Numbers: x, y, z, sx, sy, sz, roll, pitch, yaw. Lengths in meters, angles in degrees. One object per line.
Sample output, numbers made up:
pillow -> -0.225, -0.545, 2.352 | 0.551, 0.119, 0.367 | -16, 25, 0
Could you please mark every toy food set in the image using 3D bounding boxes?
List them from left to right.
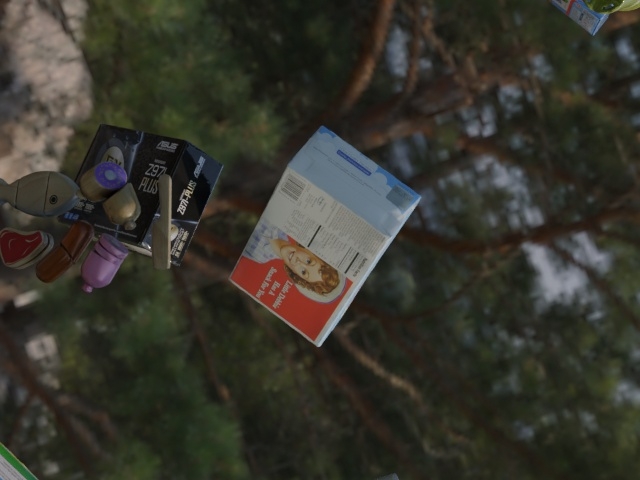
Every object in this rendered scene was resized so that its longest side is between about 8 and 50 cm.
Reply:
toy food set -> -0.144, -0.007, 0.833 | 0.019, 0.122, 0.078 | 22, 65, -63

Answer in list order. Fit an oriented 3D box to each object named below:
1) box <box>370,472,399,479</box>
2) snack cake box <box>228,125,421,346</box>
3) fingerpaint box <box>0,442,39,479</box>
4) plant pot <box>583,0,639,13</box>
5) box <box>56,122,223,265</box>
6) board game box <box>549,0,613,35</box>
box -> -0.042, 0.241, 0.825 | 0.148, 0.232, 0.127 | -107, 180, -84
snack cake box -> 0.000, 0.000, 1.783 | 0.152, 0.089, 0.264 | 36, -39, 3
fingerpaint box -> -0.506, 0.293, 1.412 | 0.445, 0.371, 0.163 | 67, 5, -54
plant pot -> 0.324, -0.286, 1.587 | 0.079, 0.083, 0.083 | -41, 115, -55
box -> -0.236, -0.062, 1.861 | 0.180, 0.147, 0.077 | 15, -13, 42
board game box -> 0.300, -0.363, 1.927 | 0.211, 0.039, 0.160 | 38, 5, 5
